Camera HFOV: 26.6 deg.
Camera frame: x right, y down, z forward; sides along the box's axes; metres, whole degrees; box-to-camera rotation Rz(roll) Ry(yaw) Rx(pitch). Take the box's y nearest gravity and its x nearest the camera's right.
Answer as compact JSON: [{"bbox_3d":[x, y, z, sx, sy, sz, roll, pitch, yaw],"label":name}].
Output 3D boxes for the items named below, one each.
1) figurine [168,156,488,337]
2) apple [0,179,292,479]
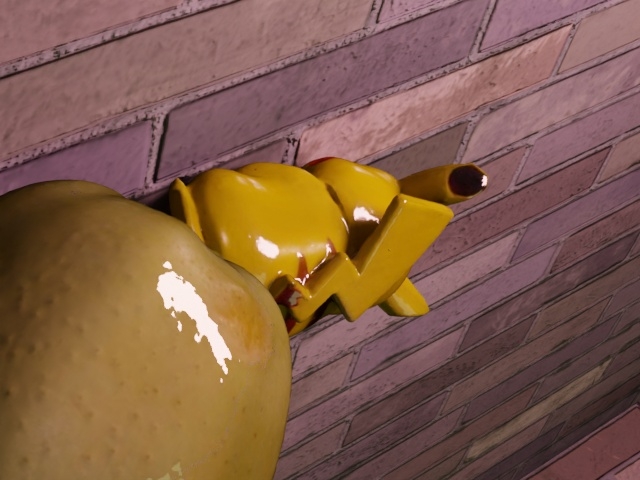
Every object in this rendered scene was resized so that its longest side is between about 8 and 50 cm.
[{"bbox_3d":[-0.006,0.001,1.267,0.327,0.169,0.218,-17,150,-40],"label":"figurine"},{"bbox_3d":[-0.191,0.131,1.023,0.357,0.357,0.357,-33,153,-19],"label":"apple"}]
